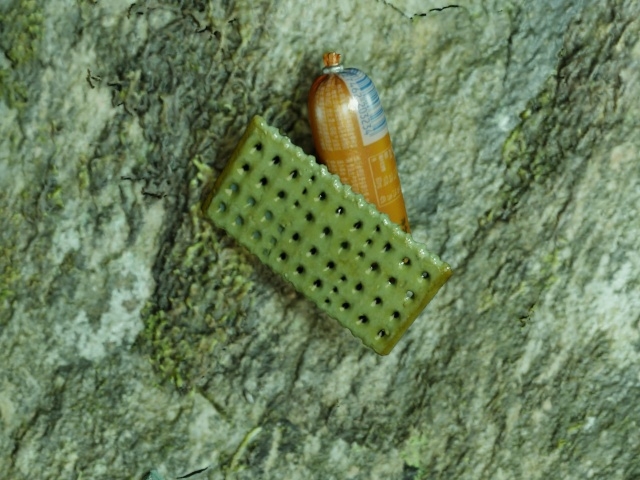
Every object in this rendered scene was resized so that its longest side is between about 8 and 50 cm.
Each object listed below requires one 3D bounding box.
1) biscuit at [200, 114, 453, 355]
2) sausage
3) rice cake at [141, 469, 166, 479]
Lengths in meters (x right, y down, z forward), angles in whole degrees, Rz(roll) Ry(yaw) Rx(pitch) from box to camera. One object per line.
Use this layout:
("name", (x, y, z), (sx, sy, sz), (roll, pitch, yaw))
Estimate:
("biscuit", (0.000, 0.000, 1.232), (0.231, 0.016, 0.139), (39, 128, 6))
("sausage", (0.037, -0.063, 1.230), (0.071, 0.071, 0.234), (-10, 112, 7))
("rice cake", (-0.145, 0.290, 1.416), (0.022, 0.021, 0.121), (-35, 108, 26))
